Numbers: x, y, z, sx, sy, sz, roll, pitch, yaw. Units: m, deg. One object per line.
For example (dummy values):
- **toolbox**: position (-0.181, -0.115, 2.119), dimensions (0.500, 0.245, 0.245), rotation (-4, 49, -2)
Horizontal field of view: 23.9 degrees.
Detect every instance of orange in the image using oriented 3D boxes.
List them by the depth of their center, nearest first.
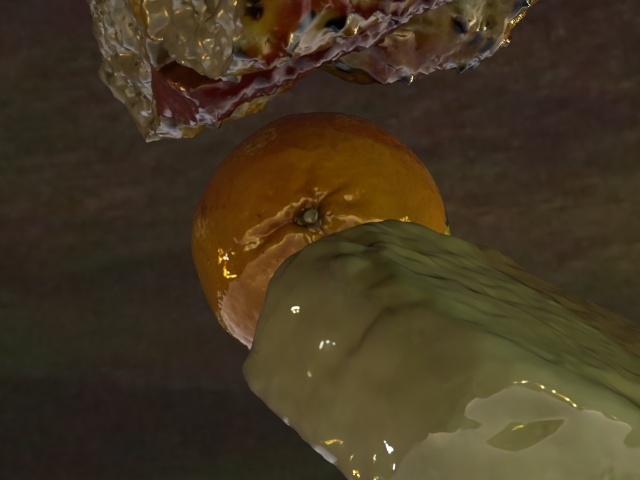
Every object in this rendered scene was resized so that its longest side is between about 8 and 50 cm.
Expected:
- **orange**: position (0.000, 0.002, 1.271), dimensions (0.219, 0.219, 0.193), rotation (-7, -167, 6)

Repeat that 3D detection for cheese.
- **cheese**: position (0.121, 0.096, 0.861), dimensions (0.326, 0.115, 0.318), rotation (27, -169, 6)

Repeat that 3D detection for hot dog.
- **hot dog**: position (0.043, -0.205, 0.991), dimensions (0.365, 0.196, 0.367), rotation (-26, 176, -15)
